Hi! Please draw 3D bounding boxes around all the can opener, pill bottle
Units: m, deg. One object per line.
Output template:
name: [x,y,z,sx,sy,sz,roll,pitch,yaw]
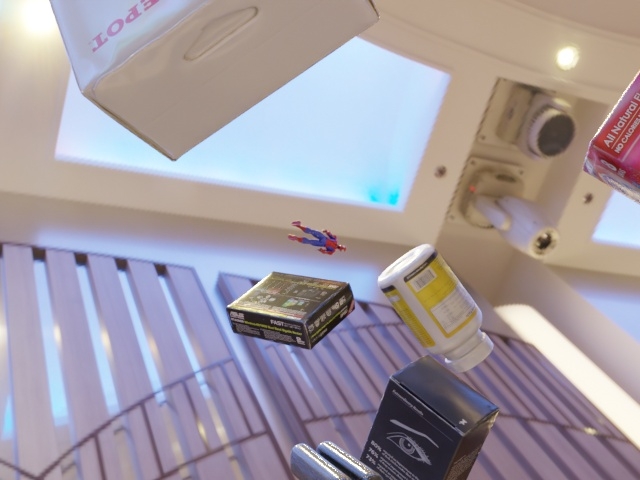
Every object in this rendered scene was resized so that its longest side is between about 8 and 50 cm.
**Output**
can opener: [0.036,0.309,0.999,0.074,0.280,0.093,1,-83,-22]
pill bottle: [0.176,0.105,1.271,0.103,0.103,0.184,-36,-85,-1]

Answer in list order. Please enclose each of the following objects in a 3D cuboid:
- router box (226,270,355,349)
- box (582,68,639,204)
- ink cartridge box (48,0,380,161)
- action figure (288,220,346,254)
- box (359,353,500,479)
router box: [-0.034,0.079,0.988,0.092,0.122,0.038,-37,-57,-43]
box: [0.310,-0.129,0.591,0.257,0.128,0.122,-56,-16,5]
ink cartridge box: [-0.149,-0.320,0.912,0.279,0.385,0.160,-33,-33,12]
action figure: [0.000,0.000,1.343,0.115,0.030,0.038,20,-102,-45]
box: [0.170,0.316,1.364,0.108,0.153,0.207,-20,-43,-44]
